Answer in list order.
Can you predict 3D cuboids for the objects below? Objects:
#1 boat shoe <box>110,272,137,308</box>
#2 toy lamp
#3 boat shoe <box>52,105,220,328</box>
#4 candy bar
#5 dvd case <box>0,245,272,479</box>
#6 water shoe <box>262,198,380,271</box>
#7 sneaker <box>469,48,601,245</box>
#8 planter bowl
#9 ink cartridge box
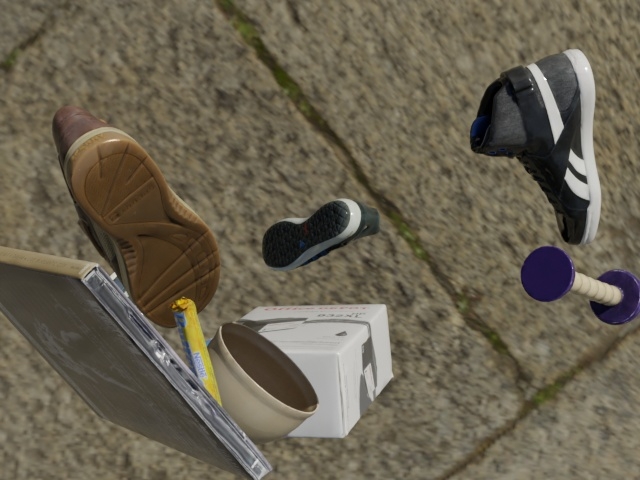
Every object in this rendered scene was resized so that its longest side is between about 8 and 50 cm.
[{"bbox_3d":[-0.323,0.101,2.092,0.079,0.095,0.254,25,47,7],"label":"boat shoe"},{"bbox_3d":[0.356,0.064,1.628,0.080,0.275,0.080,-7,77,34],"label":"toy lamp"},{"bbox_3d":[-0.220,-0.028,1.458,0.123,0.342,0.123,-39,52,-9],"label":"boat shoe"},{"bbox_3d":[-0.121,0.135,1.259,0.040,0.018,0.161,-12,93,56],"label":"candy bar"},{"bbox_3d":[-0.135,0.068,0.767,0.018,0.164,0.221,-48,27,-22],"label":"dvd case"},{"bbox_3d":[0.000,0.000,1.720,0.203,0.080,0.073,-20,68,48],"label":"water shoe"},{"bbox_3d":[0.212,-0.083,1.262,0.121,0.217,0.079,-13,30,-5],"label":"sneaker"},{"bbox_3d":[-0.097,0.197,1.584,0.109,0.162,0.162,-49,65,14],"label":"planter bowl"},{"bbox_3d":[-0.035,0.187,1.865,0.223,0.307,0.129,-2,99,16],"label":"ink cartridge box"}]
